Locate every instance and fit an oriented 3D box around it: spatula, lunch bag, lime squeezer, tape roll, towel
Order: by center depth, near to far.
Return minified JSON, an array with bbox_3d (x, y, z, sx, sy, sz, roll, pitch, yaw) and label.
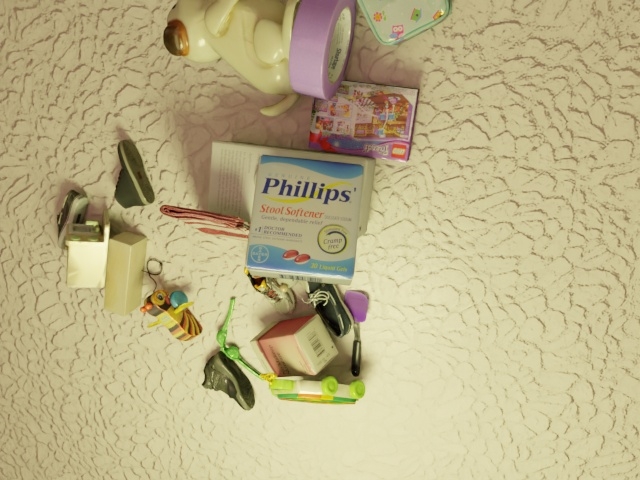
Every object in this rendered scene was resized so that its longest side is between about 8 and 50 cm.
[{"bbox_3d":[0.008,-0.502,1.463,0.090,0.275,0.275,17,111,12],"label":"tape roll"},{"bbox_3d":[0.192,-0.657,1.474,0.224,0.108,0.279,-22,98,27],"label":"lunch bag"},{"bbox_3d":[-0.298,-0.037,1.711,0.237,0.329,0.037,10,82,14],"label":"towel"},{"bbox_3d":[0.114,0.305,1.844,0.084,0.030,0.296,8,111,28],"label":"spatula"},{"bbox_3d":[-0.292,0.355,1.980,0.110,0.059,0.310,-21,100,-9],"label":"lime squeezer"}]

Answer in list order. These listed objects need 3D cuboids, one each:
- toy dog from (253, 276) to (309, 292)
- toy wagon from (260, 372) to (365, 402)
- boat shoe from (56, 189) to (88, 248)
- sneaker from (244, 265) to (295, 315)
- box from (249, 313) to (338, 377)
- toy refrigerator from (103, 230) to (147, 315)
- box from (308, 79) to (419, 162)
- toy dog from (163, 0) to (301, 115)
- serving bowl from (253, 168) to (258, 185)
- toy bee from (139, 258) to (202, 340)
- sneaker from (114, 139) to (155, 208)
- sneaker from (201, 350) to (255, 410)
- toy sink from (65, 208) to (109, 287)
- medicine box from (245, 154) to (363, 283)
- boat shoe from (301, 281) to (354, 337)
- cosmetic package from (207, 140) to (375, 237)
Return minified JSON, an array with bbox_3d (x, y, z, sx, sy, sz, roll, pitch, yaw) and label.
[{"bbox_3d":[-0.090,0.077,1.632,0.220,0.161,0.334,5,148,21],"label":"toy dog"},{"bbox_3d":[-0.041,0.466,1.797,0.267,0.344,0.068,-18,62,45],"label":"toy wagon"},{"bbox_3d":[-0.873,-0.073,1.999,0.070,0.078,0.219,32,109,10],"label":"boat shoe"},{"bbox_3d":[-0.170,0.155,1.849,0.088,0.093,0.225,-38,94,23],"label":"sneaker"},{"bbox_3d":[-0.087,0.337,1.820,0.232,0.127,0.148,-19,102,45],"label":"box"},{"bbox_3d":[-0.675,0.112,1.981,0.094,0.102,0.269,17,112,11],"label":"toy refrigerator"},{"bbox_3d":[0.118,-0.342,1.623,0.293,0.057,0.201,11,108,13],"label":"box"},{"bbox_3d":[-0.215,-0.569,1.565,0.408,0.284,0.395,17,135,11],"label":"toy dog"},{"bbox_3d":[-0.149,-0.168,1.592,0.083,0.027,0.083,3,100,15],"label":"serving bowl"},{"bbox_3d":[-0.537,0.234,1.948,0.298,0.162,0.195,37,115,2],"label":"toy bee"},{"bbox_3d":[-0.638,-0.209,1.877,0.118,0.083,0.222,-12,104,20],"label":"sneaker"},{"bbox_3d":[-0.327,0.507,2.014,0.130,0.087,0.227,-37,91,25],"label":"sneaker"},{"bbox_3d":[-0.787,0.021,1.932,0.131,0.153,0.234,3,114,-25],"label":"toy sink"},{"bbox_3d":[-0.037,-0.047,1.448,0.263,0.149,0.289,6,79,0],"label":"medicine box"},{"bbox_3d":[0.007,0.190,1.804,0.095,0.079,0.254,-32,86,31],"label":"boat shoe"},{"bbox_3d":[-0.085,-0.154,1.676,0.453,0.161,0.230,10,102,14],"label":"cosmetic package"}]
